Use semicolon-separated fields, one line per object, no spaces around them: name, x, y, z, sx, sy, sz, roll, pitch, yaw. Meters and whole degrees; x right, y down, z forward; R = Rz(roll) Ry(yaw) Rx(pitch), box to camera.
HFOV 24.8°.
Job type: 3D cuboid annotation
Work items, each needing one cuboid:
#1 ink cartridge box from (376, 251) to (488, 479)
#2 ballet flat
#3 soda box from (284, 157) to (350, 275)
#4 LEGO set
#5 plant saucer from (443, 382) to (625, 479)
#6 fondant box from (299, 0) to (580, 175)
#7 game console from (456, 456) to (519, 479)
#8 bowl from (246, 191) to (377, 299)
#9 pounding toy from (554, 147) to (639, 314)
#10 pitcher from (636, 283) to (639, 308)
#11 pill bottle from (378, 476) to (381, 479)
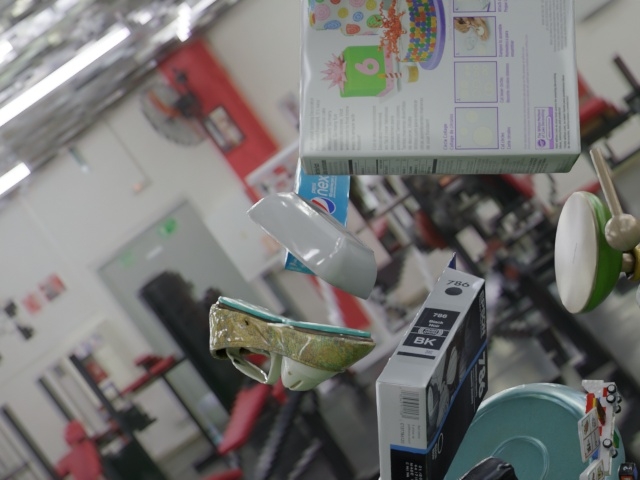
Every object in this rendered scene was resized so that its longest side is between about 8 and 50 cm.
ink cartridge box;0.146;0.156;1.733;0.065;0.165;0.333;5;28;19
ballet flat;-0.049;0.164;2.167;0.123;0.123;0.348;-37;29;-31
soda box;-0.002;-0.047;1.953;0.210;0.071;0.067;-85;8;-50
LEGO set;0.342;0.280;1.797;0.060;0.183;0.244;-5;7;25
plant saucer;0.305;0.351;2.215;0.317;0.044;0.318;-19;48;23
fondant box;0.141;-0.205;1.759;0.330;0.238;0.096;0;-11;1
game console;0.147;0.369;1.667;0.361;0.213;0.044;-27;-10;-47
bowl;0.000;0.000;1.619;0.053;0.142;0.142;-51;-26;6
pounding toy;0.433;0.003;2.145;0.110;0.183;0.237;2;-39;-10
pitcher;0.582;0.119;2.166;0.125;0.207;0.178;-52;-29;-5
pill bottle;0.119;0.475;2.347;0.103;0.103;0.184;-33;40;48
